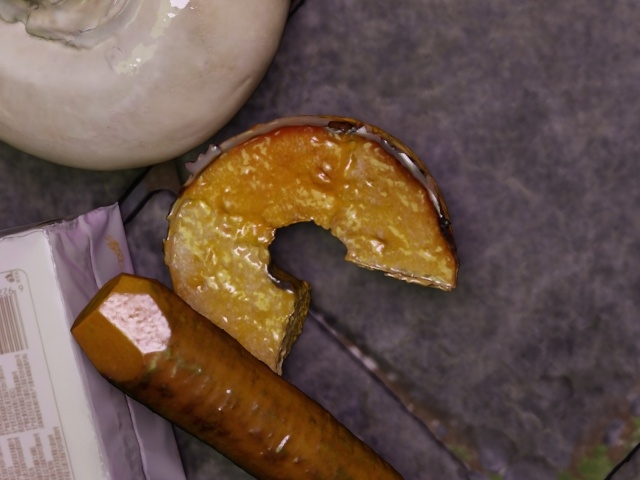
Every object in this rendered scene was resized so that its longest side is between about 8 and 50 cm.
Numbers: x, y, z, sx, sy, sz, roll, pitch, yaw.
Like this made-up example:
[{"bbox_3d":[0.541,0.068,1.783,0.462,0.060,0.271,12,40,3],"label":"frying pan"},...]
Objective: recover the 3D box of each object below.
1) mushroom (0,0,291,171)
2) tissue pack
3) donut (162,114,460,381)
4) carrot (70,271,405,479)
[{"bbox_3d":[-0.136,-0.165,0.935,0.246,0.202,0.246,-1,87,15],"label":"mushroom"},{"bbox_3d":[-0.200,0.108,1.031,0.185,0.124,0.225,-12,95,18],"label":"tissue pack"},{"bbox_3d":[-0.008,-0.009,0.980,0.181,0.078,0.146,-30,96,24],"label":"donut"},{"bbox_3d":[-0.011,0.130,0.974,0.314,0.066,0.066,39,108,-14],"label":"carrot"}]
